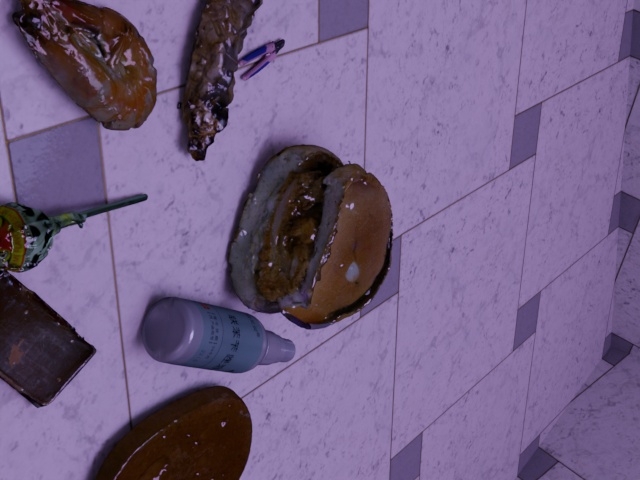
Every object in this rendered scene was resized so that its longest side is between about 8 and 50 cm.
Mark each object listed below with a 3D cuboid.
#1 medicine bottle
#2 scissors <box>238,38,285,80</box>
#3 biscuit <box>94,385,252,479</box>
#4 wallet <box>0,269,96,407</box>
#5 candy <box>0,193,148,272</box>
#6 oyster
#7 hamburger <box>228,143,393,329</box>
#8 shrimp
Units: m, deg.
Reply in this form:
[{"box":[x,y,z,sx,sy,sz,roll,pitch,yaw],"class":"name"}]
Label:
[{"box":[-0.158,0.177,1.625,0.351,0.110,0.110,22,89,-56],"class":"medicine bottle"},{"box":[-0.096,-0.309,1.549,0.113,0.012,0.039,-43,138,-33],"class":"scissors"},{"box":[-0.263,0.428,1.655,0.367,0.063,0.314,-25,128,-46],"class":"biscuit"},{"box":[-0.423,0.142,1.314,0.122,0.031,0.232,-52,140,-18],"class":"wallet"},{"box":[-0.348,-0.026,1.309,0.305,0.083,0.091,-23,123,-57],"class":"candy"},{"box":[-0.149,-0.290,1.443,0.128,0.078,0.345,3,102,-63],"class":"oyster"},{"box":[0.000,0.000,1.682,0.276,0.195,0.318,14,98,-58],"class":"hamburger"},{"box":[-0.313,-0.261,1.242,0.294,0.062,0.154,46,57,-56],"class":"shrimp"}]
